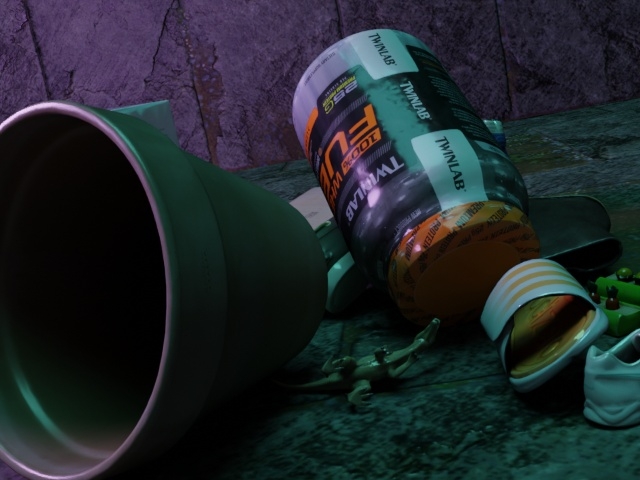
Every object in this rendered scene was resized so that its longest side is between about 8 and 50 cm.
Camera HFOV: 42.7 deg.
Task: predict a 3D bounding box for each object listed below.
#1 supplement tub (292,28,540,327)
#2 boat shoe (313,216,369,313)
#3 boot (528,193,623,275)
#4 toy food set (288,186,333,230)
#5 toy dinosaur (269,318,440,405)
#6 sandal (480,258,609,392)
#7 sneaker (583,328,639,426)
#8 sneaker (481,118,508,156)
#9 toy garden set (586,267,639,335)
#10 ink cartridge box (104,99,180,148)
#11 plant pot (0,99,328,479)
[{"bbox_3d":[0.105,-0.077,0.957,0.207,0.207,0.338,-13,47,-11],"label":"supplement tub"},{"bbox_3d":[0.065,-0.012,1.109,0.091,0.109,0.305,29,39,22],"label":"boat shoe"},{"bbox_3d":[0.245,-0.002,1.049,0.248,0.090,0.207,-13,15,13],"label":"boot"},{"bbox_3d":[0.000,0.000,1.302,0.220,0.092,0.306,-34,22,-34],"label":"toy food set"},{"bbox_3d":[0.033,0.128,0.777,0.183,0.053,0.092,-21,-7,10],"label":"toy dinosaur"},{"bbox_3d":[0.193,0.060,0.769,0.102,0.076,0.265,-43,1,13],"label":"sandal"},{"bbox_3d":[0.275,0.098,0.641,0.152,0.061,0.054,-13,11,-14],"label":"sneaker"},{"bbox_3d":[0.168,-0.071,1.333,0.130,0.147,0.330,-4,-16,-42],"label":"sneaker"},{"bbox_3d":[0.389,0.039,0.830,0.244,0.049,0.204,-16,13,-21],"label":"toy garden set"},{"bbox_3d":[-0.246,-0.069,0.982,0.128,0.176,0.127,2,20,40],"label":"ink cartridge box"},{"bbox_3d":[-0.147,0.042,0.785,0.323,0.323,0.280,-1,0,38],"label":"plant pot"}]
